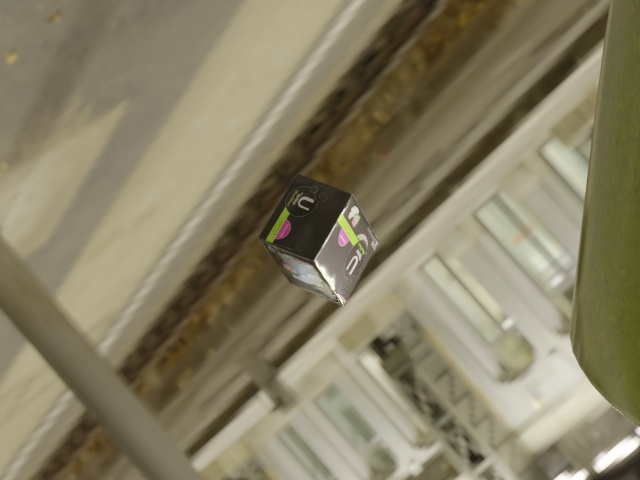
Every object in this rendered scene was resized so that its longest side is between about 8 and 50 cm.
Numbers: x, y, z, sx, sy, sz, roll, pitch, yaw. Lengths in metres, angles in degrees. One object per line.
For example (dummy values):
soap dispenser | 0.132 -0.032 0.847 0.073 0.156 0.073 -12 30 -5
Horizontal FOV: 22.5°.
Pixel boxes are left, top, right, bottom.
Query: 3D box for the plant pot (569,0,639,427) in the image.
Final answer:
plant pot | 0.198 -0.114 0.408 0.275 0.293 0.275 -4 -163 1

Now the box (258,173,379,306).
box | 0.000 0.000 1.213 0.062 0.052 0.083 -60 153 -15
